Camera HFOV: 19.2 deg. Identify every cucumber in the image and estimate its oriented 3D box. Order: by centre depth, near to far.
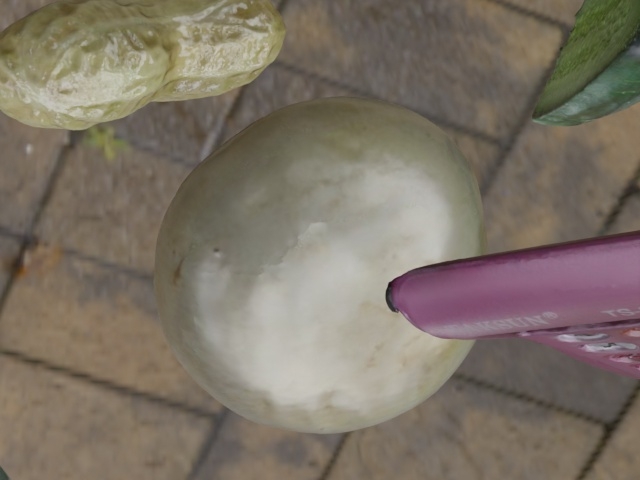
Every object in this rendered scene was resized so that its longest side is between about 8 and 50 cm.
[{"bbox_3d":[0.216,-0.133,1.301,0.063,0.244,0.115,22,88,-4],"label":"cucumber"}]

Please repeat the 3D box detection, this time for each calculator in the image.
[{"bbox_3d":[0.124,0.022,0.614,0.126,0.034,0.190,-11,162,38],"label":"calculator"}]

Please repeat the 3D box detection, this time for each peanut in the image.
[{"bbox_3d":[-0.165,-0.177,1.772,0.298,0.136,0.120,-16,115,-31],"label":"peanut"}]

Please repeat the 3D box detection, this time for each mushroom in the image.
[{"bbox_3d":[-0.005,0.000,1.110,0.206,0.209,0.206,-22,149,-14],"label":"mushroom"}]

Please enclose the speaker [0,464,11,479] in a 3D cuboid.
[{"bbox_3d":[-0.266,0.175,0.556,0.406,0.184,0.183,-55,139,3],"label":"speaker"}]
